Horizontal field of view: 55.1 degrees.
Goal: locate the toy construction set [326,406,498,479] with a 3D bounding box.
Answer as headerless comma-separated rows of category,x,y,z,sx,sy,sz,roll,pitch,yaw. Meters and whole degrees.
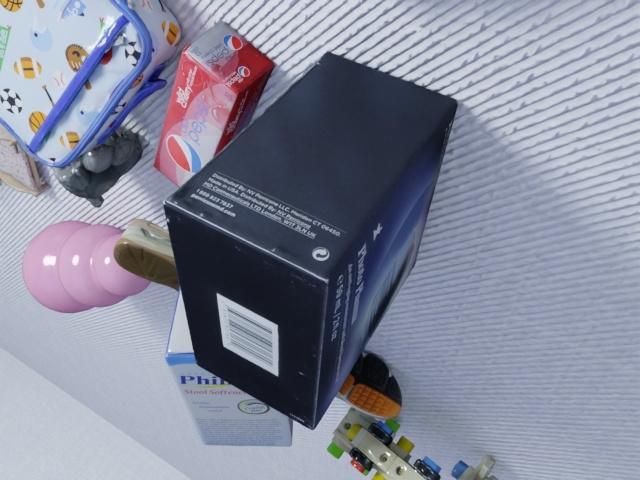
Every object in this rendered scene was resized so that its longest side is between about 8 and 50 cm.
toy construction set,0.153,0.404,1.113,0.327,0.151,0.215,16,160,29

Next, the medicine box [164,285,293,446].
medicine box,-0.120,0.142,0.965,0.149,0.264,0.289,-1,138,3

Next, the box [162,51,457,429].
box,0.000,0.000,0.704,0.182,0.294,0.296,25,143,16

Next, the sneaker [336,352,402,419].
sneaker,0.037,0.249,1.138,0.262,0.099,0.121,30,154,25

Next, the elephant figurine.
elephant figurine,-0.427,-0.201,1.038,0.239,0.186,0.169,50,-171,4

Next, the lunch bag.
lunch bag,-0.341,-0.257,0.832,0.303,0.115,0.243,-38,98,31

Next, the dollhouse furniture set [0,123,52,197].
dollhouse furniture set,-0.741,-0.145,1.347,0.355,0.174,0.303,33,145,12

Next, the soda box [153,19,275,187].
soda box,-0.156,-0.167,0.852,0.092,0.083,0.263,40,146,1

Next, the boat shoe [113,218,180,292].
boat shoe,-0.232,0.053,1.158,0.302,0.098,0.109,27,129,-13

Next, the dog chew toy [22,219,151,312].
dog chew toy,-0.482,0.055,1.315,0.331,0.207,0.207,-3,127,34
